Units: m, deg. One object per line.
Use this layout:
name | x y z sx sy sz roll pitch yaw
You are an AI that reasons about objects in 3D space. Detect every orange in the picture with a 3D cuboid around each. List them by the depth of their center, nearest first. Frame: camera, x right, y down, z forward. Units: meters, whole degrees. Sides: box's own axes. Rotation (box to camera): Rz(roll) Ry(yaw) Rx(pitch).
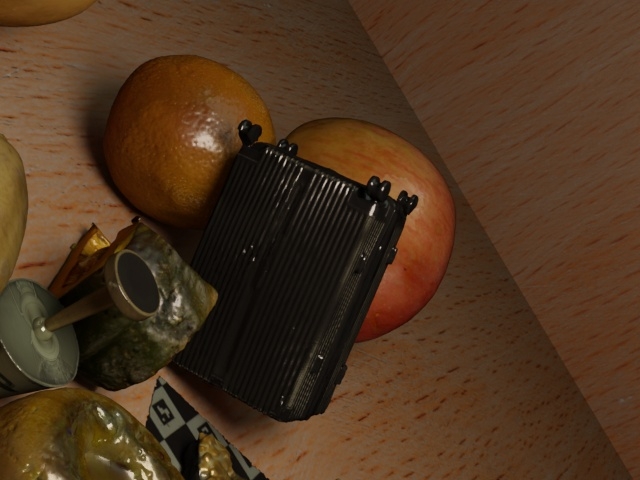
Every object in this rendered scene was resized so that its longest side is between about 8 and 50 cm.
orange | -0.185 -0.136 1.410 0.264 0.264 0.264 44 25 -27

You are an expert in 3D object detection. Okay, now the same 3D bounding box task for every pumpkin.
pumpkin | -0.222 0.045 1.170 0.139 0.190 0.281 47 23 -21

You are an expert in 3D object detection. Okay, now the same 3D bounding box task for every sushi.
sushi | -0.106 0.337 1.187 0.294 0.059 0.292 46 24 -23

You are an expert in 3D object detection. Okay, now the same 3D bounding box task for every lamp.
lamp | -0.269 0.086 0.975 0.121 0.214 0.121 52 23 -33

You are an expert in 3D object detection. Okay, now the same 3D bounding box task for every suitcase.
suitcase | -0.049 0.045 1.274 0.229 0.335 0.152 25 4 24

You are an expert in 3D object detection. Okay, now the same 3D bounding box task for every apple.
apple | 0.034 -0.026 1.592 0.364 0.364 0.364 44 25 -27

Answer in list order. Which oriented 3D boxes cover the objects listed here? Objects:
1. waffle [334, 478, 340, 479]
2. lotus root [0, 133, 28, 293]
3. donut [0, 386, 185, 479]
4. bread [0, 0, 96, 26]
waffle | 0.049 0.456 1.348 0.249 0.056 0.253 19 44 -57
lotus root | -0.376 0.010 0.924 0.151 0.169 0.343 42 25 -29
donut | -0.228 0.260 0.947 0.261 0.128 0.208 50 21 -14
bread | -0.480 -0.428 1.198 0.348 0.253 0.376 58 20 17
